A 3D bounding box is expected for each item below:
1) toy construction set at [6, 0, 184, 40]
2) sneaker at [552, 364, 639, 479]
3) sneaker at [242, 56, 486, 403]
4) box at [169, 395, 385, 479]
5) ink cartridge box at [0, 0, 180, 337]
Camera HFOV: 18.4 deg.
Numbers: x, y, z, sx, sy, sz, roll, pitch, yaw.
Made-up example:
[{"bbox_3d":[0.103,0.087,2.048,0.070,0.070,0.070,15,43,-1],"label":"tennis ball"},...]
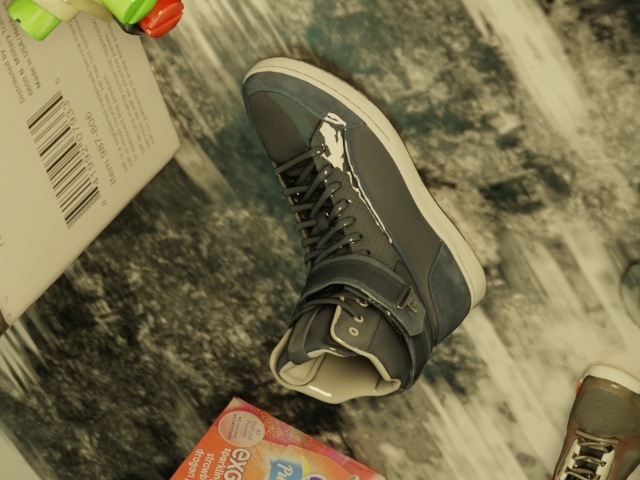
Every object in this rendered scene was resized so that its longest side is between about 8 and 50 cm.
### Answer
[{"bbox_3d":[-0.112,-0.222,1.117,0.328,0.215,0.151,-31,77,12],"label":"toy construction set"},{"bbox_3d":[0.189,0.156,1.354,0.061,0.065,0.158,20,134,19],"label":"sneaker"},{"bbox_3d":[0.002,0.000,1.285,0.226,0.163,0.086,50,137,-9],"label":"sneaker"},{"bbox_3d":[-0.069,0.294,1.578,0.142,0.154,0.300,27,134,13],"label":"box"},{"bbox_3d":[-0.293,-0.073,1.251,0.166,0.395,0.285,1,124,33],"label":"ink cartridge box"}]
